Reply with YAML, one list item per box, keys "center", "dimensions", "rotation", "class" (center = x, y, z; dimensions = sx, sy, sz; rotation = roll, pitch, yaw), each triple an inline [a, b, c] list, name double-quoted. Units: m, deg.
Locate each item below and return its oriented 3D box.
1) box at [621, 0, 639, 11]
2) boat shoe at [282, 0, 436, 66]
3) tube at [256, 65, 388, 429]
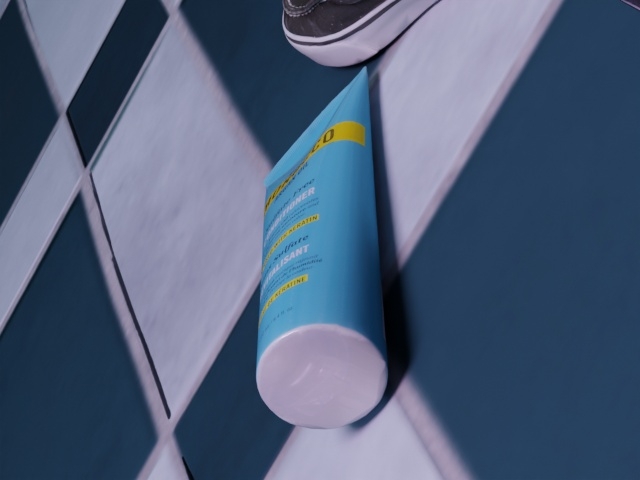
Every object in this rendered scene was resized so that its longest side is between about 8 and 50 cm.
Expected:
- center: [0.163, -0.207, 0.535]
  dimensions: [0.294, 0.183, 0.296]
  rotation: [-59, 22, 18]
  class: "box"
- center: [0.029, -0.146, 0.913]
  dimensions: [0.219, 0.070, 0.077]
  rotation: [-27, 43, 57]
  class: "boat shoe"
- center: [0.000, 0.000, 0.869]
  dimensions: [0.080, 0.052, 0.207]
  rotation: [-43, 23, 22]
  class: "tube"
